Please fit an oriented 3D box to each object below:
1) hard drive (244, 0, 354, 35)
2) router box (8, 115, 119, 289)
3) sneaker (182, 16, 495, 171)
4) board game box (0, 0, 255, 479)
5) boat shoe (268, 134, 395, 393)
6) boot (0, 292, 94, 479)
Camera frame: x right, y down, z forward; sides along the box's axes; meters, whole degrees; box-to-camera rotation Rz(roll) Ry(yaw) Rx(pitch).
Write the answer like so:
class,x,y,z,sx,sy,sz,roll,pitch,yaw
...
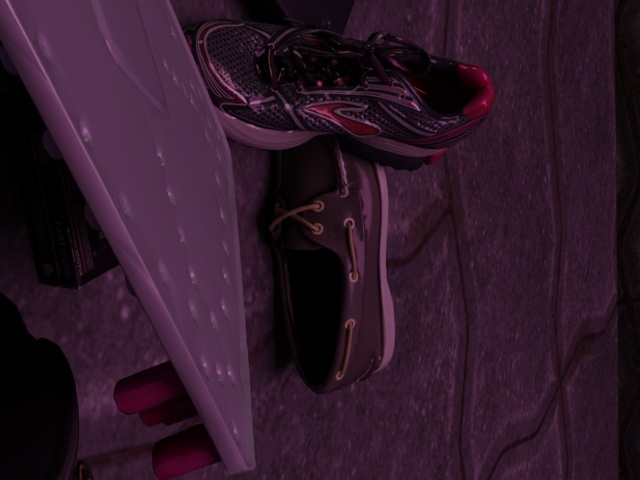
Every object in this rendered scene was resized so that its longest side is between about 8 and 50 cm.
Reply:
class,x,y,z,sx,sy,sz,roll,pitch,yaw
hard drive,-0.037,-0.295,0.927,0.255,0.054,0.172,51,50,-51
router box,-0.172,-0.037,0.733,0.092,0.038,0.122,-35,123,-56
sneaker,0.014,-0.146,0.883,0.299,0.112,0.121,5,70,-29
board game box,-0.135,-0.125,0.558,0.390,0.050,0.390,-103,173,-59
boat shoe,0.004,0.000,0.980,0.091,0.109,0.305,-23,108,-49
boot,-0.159,0.161,0.600,0.091,0.263,0.229,-25,117,-14
